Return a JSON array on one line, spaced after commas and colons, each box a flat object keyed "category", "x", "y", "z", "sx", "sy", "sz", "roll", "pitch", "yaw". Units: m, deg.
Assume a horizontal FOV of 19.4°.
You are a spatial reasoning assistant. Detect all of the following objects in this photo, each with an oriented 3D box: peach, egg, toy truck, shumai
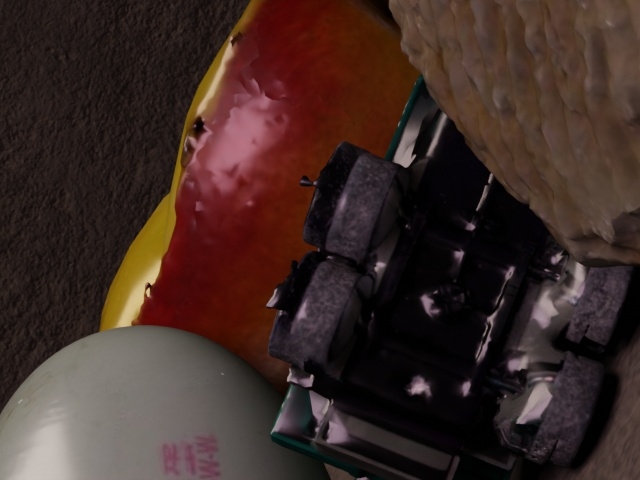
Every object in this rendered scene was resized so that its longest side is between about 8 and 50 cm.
[{"category": "peach", "x": 0.000, "y": 0.000, "z": 1.288, "sx": 0.380, "sy": 0.242, "sz": 0.306, "roll": -59, "pitch": 6, "yaw": 39}, {"category": "egg", "x": -0.089, "y": 0.229, "z": 1.078, "sx": 0.230, "sy": 0.230, "sz": 0.371, "roll": 127, "pitch": 136, "yaw": -63}, {"category": "toy truck", "x": 0.087, "y": -0.015, "z": 1.017, "sx": 0.178, "sy": 0.176, "sz": 0.363, "roll": 86, "pitch": -155, "yaw": -77}, {"category": "shumai", "x": 0.172, "y": -0.164, "z": 0.862, "sx": 0.262, "sy": 0.314, "sz": 0.267, "roll": -23, "pitch": 13, "yaw": -20}]
